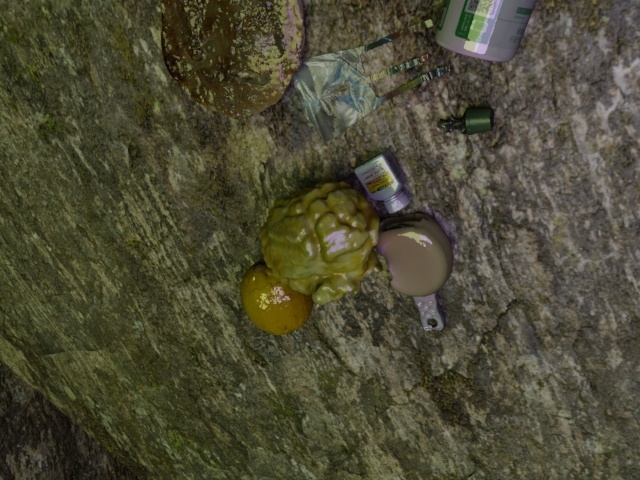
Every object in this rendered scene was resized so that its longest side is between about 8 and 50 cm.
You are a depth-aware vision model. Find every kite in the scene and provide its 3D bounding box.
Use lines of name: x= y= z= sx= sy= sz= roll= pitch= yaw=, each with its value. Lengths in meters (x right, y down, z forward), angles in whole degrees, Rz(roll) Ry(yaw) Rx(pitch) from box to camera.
kite: x=0.079 y=-0.318 z=0.909 sx=0.310 sy=0.015 sz=0.169 roll=-20 pitch=106 yaw=33

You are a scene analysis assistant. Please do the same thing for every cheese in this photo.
cheese: x=0.211 y=0.078 z=1.024 sx=0.163 sy=0.082 sz=0.286 roll=-5 pitch=115 yaw=29

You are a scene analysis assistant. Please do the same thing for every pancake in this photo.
pancake: x=-0.185 y=-0.418 z=0.950 sx=0.356 sy=0.065 sz=0.356 roll=12 pitch=120 yaw=21

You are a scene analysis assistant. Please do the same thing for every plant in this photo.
plant: x=0.258 y=-0.214 z=0.859 sx=0.102 sy=0.051 sz=0.051 roll=0 pitch=117 yaw=31

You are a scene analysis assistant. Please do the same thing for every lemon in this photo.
lemon: x=-0.102 y=0.133 z=1.150 sx=0.180 sy=0.180 sz=0.193 roll=-35 pitch=98 yaw=35

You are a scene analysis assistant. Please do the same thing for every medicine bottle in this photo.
medicine bottle: x=0.269 y=-0.416 z=0.691 sx=0.133 sy=0.133 sz=0.274 roll=21 pitch=124 yaw=14
medicine bottle: x=0.132 y=-0.117 z=0.969 sx=0.074 sy=0.055 sz=0.118 roll=-25 pitch=105 yaw=32

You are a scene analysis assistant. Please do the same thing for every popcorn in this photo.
popcorn: x=0.000 y=0.000 z=0.971 sx=0.258 sy=0.224 sz=0.270 roll=44 pitch=135 yaw=37
